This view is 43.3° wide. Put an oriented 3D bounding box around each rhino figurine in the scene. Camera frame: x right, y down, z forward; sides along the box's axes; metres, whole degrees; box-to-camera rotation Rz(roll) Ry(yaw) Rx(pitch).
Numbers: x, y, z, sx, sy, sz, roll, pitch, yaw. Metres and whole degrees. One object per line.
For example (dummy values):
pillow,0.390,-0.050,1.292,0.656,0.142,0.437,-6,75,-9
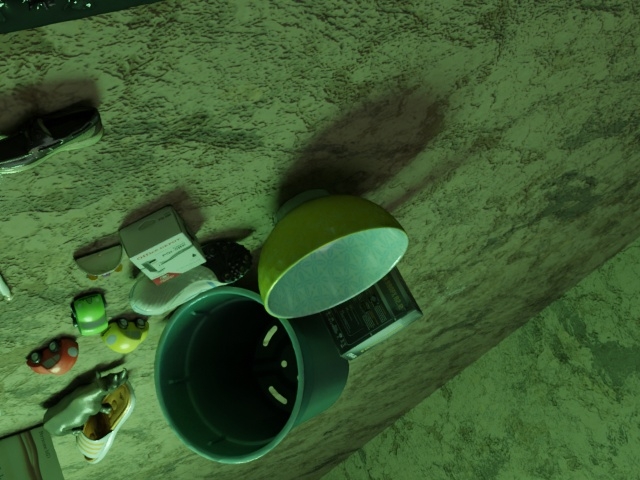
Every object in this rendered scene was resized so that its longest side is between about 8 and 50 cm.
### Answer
rhino figurine,-0.497,0.343,1.729,0.243,0.073,0.106,-39,157,19

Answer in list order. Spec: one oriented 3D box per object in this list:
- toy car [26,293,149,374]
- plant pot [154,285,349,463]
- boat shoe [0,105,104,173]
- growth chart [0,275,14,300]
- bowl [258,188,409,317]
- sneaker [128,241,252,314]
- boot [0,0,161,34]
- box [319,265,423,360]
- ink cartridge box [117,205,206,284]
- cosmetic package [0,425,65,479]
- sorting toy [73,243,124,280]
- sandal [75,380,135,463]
toy car,-0.424,0.174,1.492,0.238,0.053,0.225,-17,154,-23
plant pot,-0.117,0.270,1.714,0.341,0.341,0.334,-36,163,18
boat shoe,-0.341,-0.129,0.988,0.152,0.056,0.049,-27,153,-26
growth chart,-0.584,0.084,1.186,0.237,0.021,0.172,-19,154,-20
bowl,0.000,0.000,1.469,0.289,0.156,0.289,-23,156,-11
sneaker,-0.236,0.064,1.461,0.237,0.085,0.086,-23,-175,-23
boot,-0.160,-0.336,0.682,0.444,0.146,0.367,-11,149,-24
box,0.078,0.101,1.661,0.183,0.231,0.056,-34,152,11
ink cartridge box,-0.260,0.011,1.339,0.099,0.056,0.135,-27,156,-1
cosmetic package,-0.726,0.538,1.778,0.296,0.153,0.129,-17,155,-25
sorting toy,-0.359,0.044,1.333,0.083,0.045,0.075,-20,174,-17
sandal,-0.506,0.406,1.826,0.076,0.102,0.265,1,135,-45
